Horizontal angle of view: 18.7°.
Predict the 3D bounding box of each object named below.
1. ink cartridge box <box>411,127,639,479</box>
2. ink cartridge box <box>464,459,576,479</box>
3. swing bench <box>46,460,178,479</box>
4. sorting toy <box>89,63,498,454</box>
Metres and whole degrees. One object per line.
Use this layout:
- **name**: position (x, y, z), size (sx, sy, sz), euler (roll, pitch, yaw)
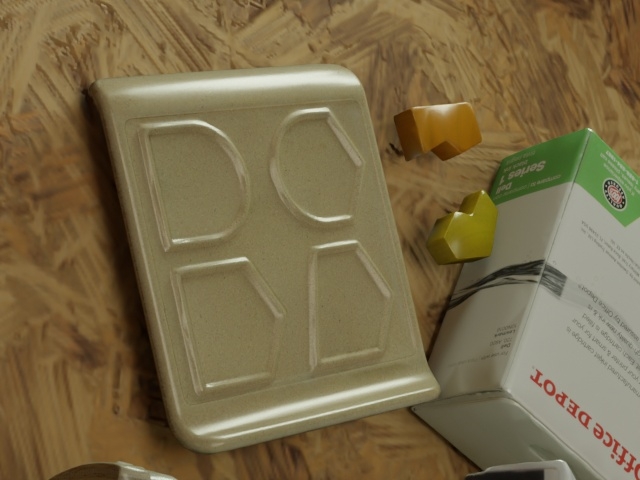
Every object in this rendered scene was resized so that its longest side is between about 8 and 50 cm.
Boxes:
- **ink cartridge box**: position (0.170, 0.063, 1.311), size (0.160, 0.093, 0.219), euler (42, 54, -26)
- **ink cartridge box**: position (0.140, 0.309, 1.066), size (0.307, 0.072, 0.303), euler (57, 29, -62)
- **swing bench**: position (-0.050, 0.262, 1.009), size (0.253, 0.165, 0.254), euler (17, 62, -38)
- **sorting toy**: position (0.000, 0.000, 1.215), size (0.307, 0.041, 0.229), euler (-9, 80, -44)
